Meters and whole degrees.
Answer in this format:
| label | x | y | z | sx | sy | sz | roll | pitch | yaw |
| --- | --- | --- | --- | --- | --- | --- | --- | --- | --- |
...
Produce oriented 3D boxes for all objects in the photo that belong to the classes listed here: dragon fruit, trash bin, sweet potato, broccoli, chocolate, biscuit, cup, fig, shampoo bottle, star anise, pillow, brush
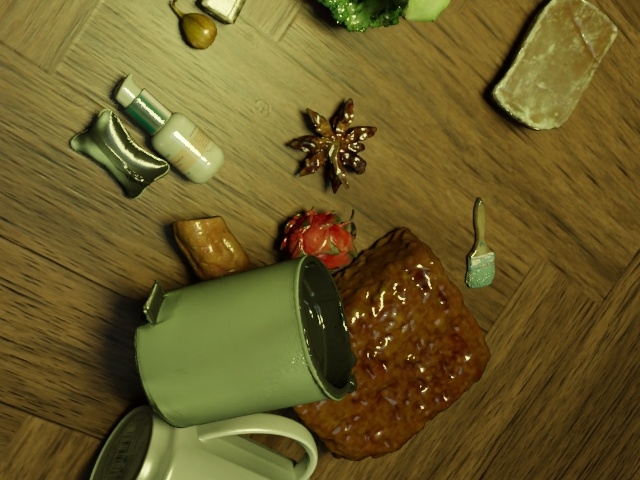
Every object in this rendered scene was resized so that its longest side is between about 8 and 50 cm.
| label | x | y | z | sx | sy | sz | roll | pitch | yaw |
| --- | --- | --- | --- | --- | --- | --- | --- | --- | --- |
| dragon fruit | -0.001 | 0.006 | 1.083 | 0.142 | 0.130 | 0.121 | 6 | 71 | -22 |
| trash bin | -0.109 | 0.155 | 0.927 | 0.263 | 0.217 | 0.277 | -16 | 126 | 16 |
| sweet potato | -0.160 | 0.045 | 1.038 | 0.097 | 0.097 | 0.251 | -37 | 123 | -8 |
| broccoli | 0.107 | -0.422 | 0.905 | 0.270 | 0.270 | 0.270 | -15 | 140 | -13 |
| chocolate | 0.432 | -0.334 | 1.168 | 0.157 | 0.080 | 0.254 | 30 | 92 | -12 |
| biscuit | 0.113 | 0.213 | 1.160 | 0.395 | 0.166 | 0.342 | -38 | 118 | -9 |
| cup | -0.181 | 0.409 | 1.047 | 0.327 | 0.237 | 0.323 | 36 | 103 | -27 |
| fig | -0.195 | -0.332 | 0.931 | 0.050 | 0.050 | 0.083 | -46 | 107 | -3 |
| shampoo bottle | -0.237 | -0.170 | 0.946 | 0.074 | 0.074 | 0.192 | -49 | 117 | -2 |
| star anise | 0.024 | -0.169 | 1.066 | 0.168 | 0.057 | 0.167 | -3 | 97 | -21 |
| pillow | -0.307 | -0.130 | 0.941 | 0.135 | 0.091 | 0.055 | 46 | 48 | -22 |
| brush | 0.331 | 0.005 | 1.266 | 0.070 | 0.021 | 0.196 | -12 | 108 | -18 |

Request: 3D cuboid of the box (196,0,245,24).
| label | x | y | z | sx | sy | sz | roll | pitch | yaw |
| --- | --- | --- | --- | --- | --- | --- | --- | --- | --- |
| box | -0.140 | -0.387 | 0.935 | 0.062 | 0.045 | 0.098 | 28 | 95 | -27 |
